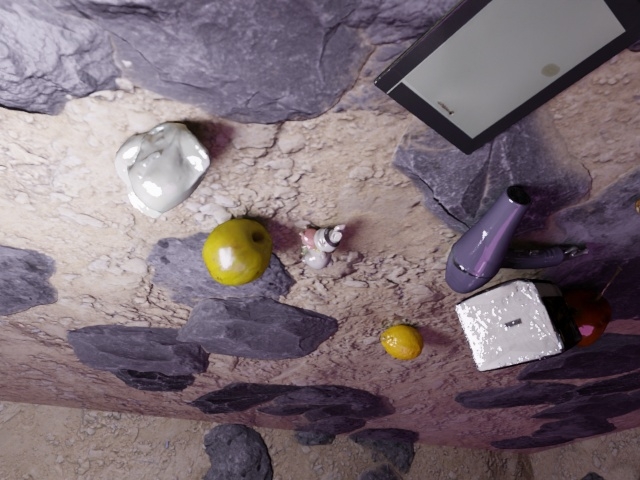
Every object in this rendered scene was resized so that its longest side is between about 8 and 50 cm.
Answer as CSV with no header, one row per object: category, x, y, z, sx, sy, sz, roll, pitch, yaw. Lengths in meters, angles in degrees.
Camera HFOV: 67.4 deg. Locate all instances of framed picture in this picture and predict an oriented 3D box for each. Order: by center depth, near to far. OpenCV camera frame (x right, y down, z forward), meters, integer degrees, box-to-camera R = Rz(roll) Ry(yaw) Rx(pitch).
framed picture,0.294,-0.290,0.753,0.264,0.016,0.347,24,138,-32

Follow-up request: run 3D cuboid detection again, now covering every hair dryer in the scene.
hair dryer,0.495,0.007,1.140,0.360,0.121,0.301,0,138,-18

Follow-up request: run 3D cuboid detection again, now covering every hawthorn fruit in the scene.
hawthorn fruit,0.758,0.170,1.347,0.165,0.165,0.286,10,123,-16

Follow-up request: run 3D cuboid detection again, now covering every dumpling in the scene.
dumpling,-0.296,-0.136,0.889,0.228,0.124,0.151,-31,100,28

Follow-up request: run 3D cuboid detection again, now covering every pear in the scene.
pear,-0.190,0.028,1.082,0.162,0.149,0.148,-30,137,25

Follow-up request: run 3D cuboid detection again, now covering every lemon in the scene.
lemon,0.264,0.329,1.558,0.154,0.114,0.114,18,141,-19

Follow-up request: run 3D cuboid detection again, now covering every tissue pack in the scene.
tissue pack,0.510,0.205,1.219,0.209,0.199,0.369,-22,162,31

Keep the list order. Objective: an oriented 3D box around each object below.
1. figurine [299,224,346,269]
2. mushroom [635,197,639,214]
figurine,-0.004,0.008,1.115,0.097,0.081,0.146,6,145,-10
mushroom,0.727,-0.112,0.988,0.060,0.061,0.187,9,140,-5
